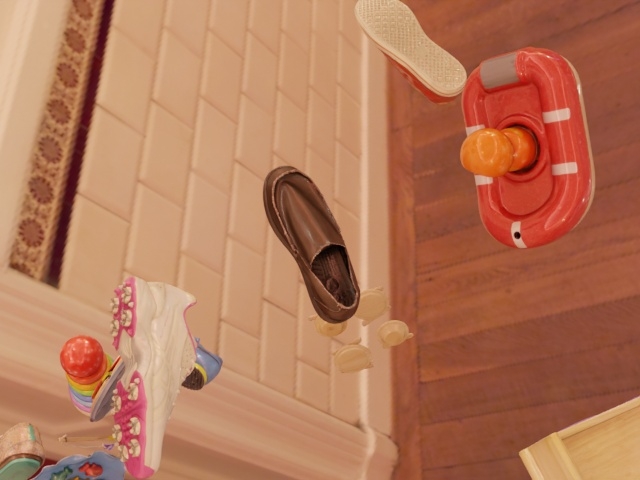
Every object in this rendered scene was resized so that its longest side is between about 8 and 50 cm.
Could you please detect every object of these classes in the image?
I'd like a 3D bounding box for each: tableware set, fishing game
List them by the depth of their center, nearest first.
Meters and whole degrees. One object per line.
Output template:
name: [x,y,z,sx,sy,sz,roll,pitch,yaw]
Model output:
tableware set: [0.067,0.149,1.396,0.141,0.169,0.020,-26,33,10]
fishing game: [-0.436,0.452,1.513,0.264,0.189,0.041,-58,44,19]

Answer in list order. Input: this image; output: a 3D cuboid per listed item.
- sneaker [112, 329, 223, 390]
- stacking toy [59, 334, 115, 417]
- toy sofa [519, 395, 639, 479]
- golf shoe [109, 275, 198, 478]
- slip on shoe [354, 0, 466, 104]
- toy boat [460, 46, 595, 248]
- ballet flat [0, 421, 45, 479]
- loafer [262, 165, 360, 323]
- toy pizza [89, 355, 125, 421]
sneaker: [-0.274,0.194,1.518,0.209,0.082,0.069,25,124,14]
stacking toy: [-0.509,0.296,1.868,0.141,0.330,0.141,2,67,-5]
toy sofa: [0.544,0.380,1.525,0.150,0.362,0.177,65,157,20]
golf shoe: [-0.247,0.208,1.302,0.115,0.140,0.306,-18,70,51]
slip on shoe: [0.193,-0.425,1.886,0.123,0.101,0.331,-37,72,-16]
toy boat: [0.219,-0.102,0.976,0.151,0.151,0.231,-6,96,48]
ballet flat: [-0.629,0.448,1.604,0.316,0.107,0.106,-37,48,20]
loafer: [0.000,0.000,1.085,0.080,0.220,0.078,-28,2,-21]
toy pizza: [-0.399,0.267,1.663,0.032,0.201,0.201,32,88,4]
